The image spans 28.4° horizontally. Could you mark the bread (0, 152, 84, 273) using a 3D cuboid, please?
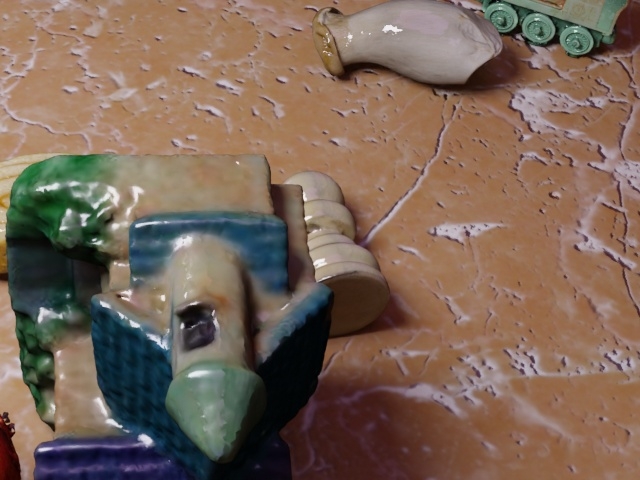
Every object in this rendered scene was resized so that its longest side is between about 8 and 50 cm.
[{"bbox_3d":[-0.277,-0.027,1.228,0.149,0.073,0.122,-8,48,-15],"label":"bread"}]

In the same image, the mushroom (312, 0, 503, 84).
[{"bbox_3d":[0.096,-0.221,1.412,0.212,0.088,0.097,2,84,2],"label":"mushroom"}]

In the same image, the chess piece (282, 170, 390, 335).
[{"bbox_3d":[0.000,0.000,1.226,0.094,0.094,0.170,-8,50,-13],"label":"chess piece"}]

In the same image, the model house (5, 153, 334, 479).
[{"bbox_3d":[-0.121,0.127,0.973,0.245,0.312,0.280,1,50,-9],"label":"model house"}]

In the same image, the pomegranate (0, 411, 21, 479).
[{"bbox_3d":[-0.341,0.202,0.962,0.210,0.210,0.235,37,86,21],"label":"pomegranate"}]

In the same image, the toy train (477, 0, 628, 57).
[{"bbox_3d":[0.267,-0.287,1.461,0.176,0.118,0.074,21,50,7],"label":"toy train"}]
